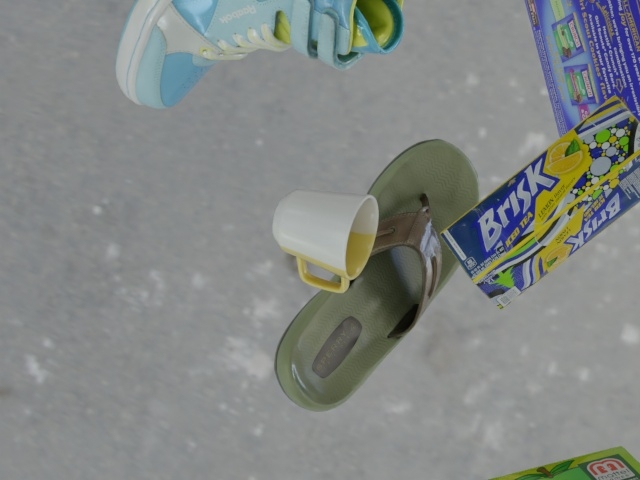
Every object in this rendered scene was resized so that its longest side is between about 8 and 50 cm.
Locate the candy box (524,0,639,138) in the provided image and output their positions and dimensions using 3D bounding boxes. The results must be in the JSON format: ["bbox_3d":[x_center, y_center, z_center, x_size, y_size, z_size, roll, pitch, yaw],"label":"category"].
[{"bbox_3d":[0.388,-0.232,2.024,0.122,0.317,0.268,-16,93,-22],"label":"candy box"}]

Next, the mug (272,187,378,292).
[{"bbox_3d":[-0.001,-0.002,1.236,0.062,0.064,0.078,-3,107,-70],"label":"mug"}]

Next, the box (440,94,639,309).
[{"bbox_3d":[0.177,-0.027,1.278,0.169,0.059,0.054,-38,140,7],"label":"box"}]

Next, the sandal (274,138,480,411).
[{"bbox_3d":[0.070,0.039,1.673,0.120,0.086,0.303,35,75,-14],"label":"sandal"}]

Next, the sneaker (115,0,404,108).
[{"bbox_3d":[-0.047,-0.193,1.557,0.127,0.208,0.319,-29,161,-54],"label":"sneaker"}]

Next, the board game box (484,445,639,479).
[{"bbox_3d":[0.054,0.153,0.709,0.181,0.043,0.092,-12,115,-15],"label":"board game box"}]
